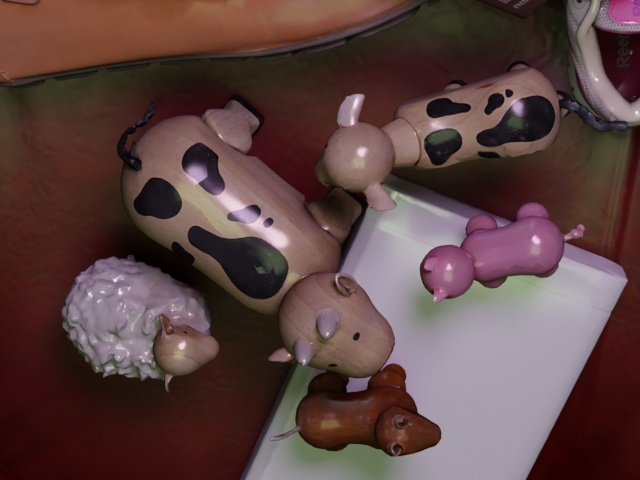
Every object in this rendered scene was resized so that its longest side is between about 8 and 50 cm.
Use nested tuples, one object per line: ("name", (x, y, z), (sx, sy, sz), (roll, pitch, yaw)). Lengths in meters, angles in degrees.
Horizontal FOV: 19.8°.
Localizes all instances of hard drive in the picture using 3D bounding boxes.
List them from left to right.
("hard drive", (0.077, 0.121, 1.412), (0.203, 0.040, 0.307), (21, 109, -8))

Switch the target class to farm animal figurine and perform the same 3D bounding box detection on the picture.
("farm animal figurine", (0.000, 0.000, 1.261), (0.327, 0.172, 0.330), (23, 109, 8))

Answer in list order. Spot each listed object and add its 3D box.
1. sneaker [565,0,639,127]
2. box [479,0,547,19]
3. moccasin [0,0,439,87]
("sneaker", (0.211, -0.189, 1.252), (0.103, 0.111, 0.252), (-11, 111, 4))
("box", (0.091, -0.267, 1.100), (0.203, 0.167, 0.168), (20, 153, -22))
("moccasin", (-0.066, -0.206, 1.243), (0.380, 0.139, 0.147), (-5, 120, 12))
